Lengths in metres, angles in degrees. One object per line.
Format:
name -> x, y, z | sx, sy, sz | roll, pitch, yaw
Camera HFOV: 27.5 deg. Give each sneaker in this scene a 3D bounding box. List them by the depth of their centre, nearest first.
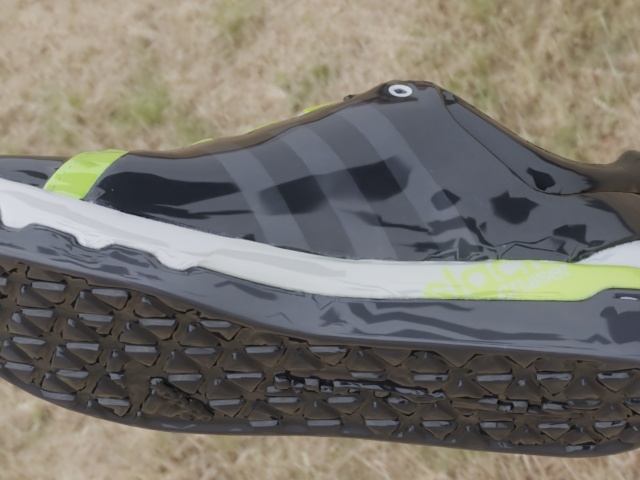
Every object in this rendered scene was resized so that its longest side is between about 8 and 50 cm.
sneaker -> 0.000, 0.000, 0.374 | 0.234, 0.084, 0.097 | 9, 55, -6
